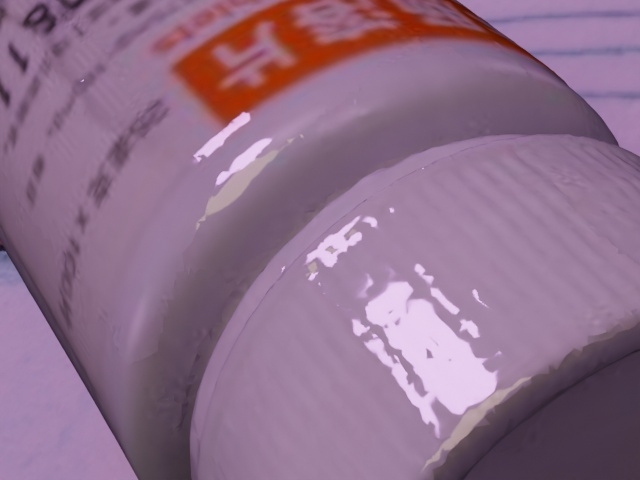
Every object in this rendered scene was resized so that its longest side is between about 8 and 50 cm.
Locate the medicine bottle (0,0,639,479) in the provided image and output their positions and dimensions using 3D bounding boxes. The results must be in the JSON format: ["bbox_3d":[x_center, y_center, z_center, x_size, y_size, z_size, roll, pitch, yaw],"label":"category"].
[{"bbox_3d":[0.000,0.000,0.530,0.211,0.211,0.371,-46,44,3],"label":"medicine bottle"}]
